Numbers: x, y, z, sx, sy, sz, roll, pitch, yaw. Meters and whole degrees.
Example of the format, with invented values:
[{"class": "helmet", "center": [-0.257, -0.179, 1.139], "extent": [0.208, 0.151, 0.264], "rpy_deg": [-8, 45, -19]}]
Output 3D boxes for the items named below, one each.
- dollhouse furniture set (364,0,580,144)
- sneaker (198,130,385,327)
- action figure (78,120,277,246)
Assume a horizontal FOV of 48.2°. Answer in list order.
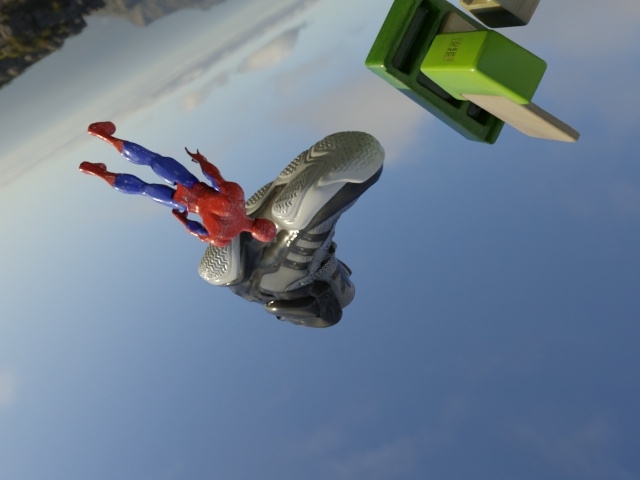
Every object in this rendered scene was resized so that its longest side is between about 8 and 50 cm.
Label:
[{"class": "dollhouse furniture set", "center": [0.200, -0.245, 0.621], "extent": [0.301, 0.151, 0.197], "rpy_deg": [-64, -153, 1]}, {"class": "sneaker", "center": [0.000, 0.000, 0.759], "extent": [0.269, 0.153, 0.101], "rpy_deg": [-34, -155, 37]}, {"class": "action figure", "center": [-0.070, -0.026, 0.364], "extent": [0.030, 0.115, 0.038], "rpy_deg": [-7, 121, -63]}]
